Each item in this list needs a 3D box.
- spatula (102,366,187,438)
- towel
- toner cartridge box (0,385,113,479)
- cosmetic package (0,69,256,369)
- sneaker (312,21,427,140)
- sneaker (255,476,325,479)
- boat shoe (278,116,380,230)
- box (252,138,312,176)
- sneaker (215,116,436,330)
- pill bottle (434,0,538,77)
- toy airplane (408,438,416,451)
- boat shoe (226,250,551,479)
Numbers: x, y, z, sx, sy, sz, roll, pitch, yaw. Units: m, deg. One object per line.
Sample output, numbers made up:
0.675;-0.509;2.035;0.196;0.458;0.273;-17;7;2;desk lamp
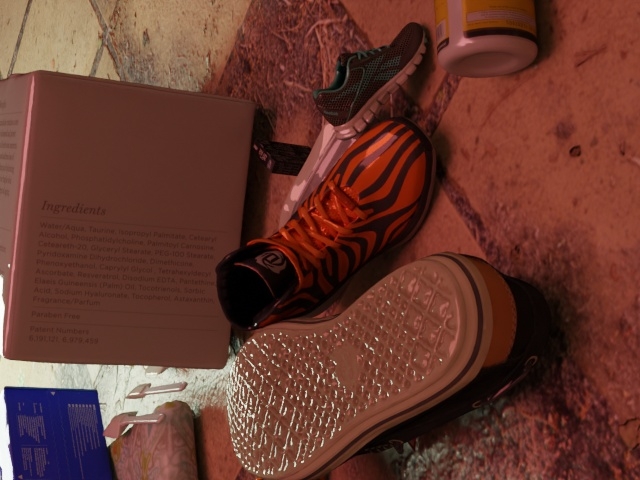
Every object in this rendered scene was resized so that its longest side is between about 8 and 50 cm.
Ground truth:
-0.258;0.240;1.912;0.168;0.019;0.242;-52;19;-26;spatula
-0.289;0.466;1.950;0.374;0.090;0.320;-41;53;50;towel
-0.419;0.397;1.944;0.075;0.165;0.348;-56;38;38;toner cartridge box
-0.318;-0.032;1.801;0.329;0.327;0.394;-167;83;-66;cosmetic package
0.056;-0.198;1.409;0.166;0.076;0.065;-51;20;-10;sneaker
-0.043;0.298;1.546;0.084;0.083;0.215;-22;65;46;sneaker
0.018;-0.059;1.503;0.081;0.079;0.227;42;124;27;boat shoe
-0.040;-0.107;1.606;0.067;0.083;0.018;50;127;49;box
0.000;0.000;1.385;0.124;0.180;0.321;44;121;16;sneaker
0.167;-0.269;1.255;0.103;0.103;0.184;-20;69;57;pill bottle
0.101;0.165;1.384;0.151;0.028;0.151;-12;76;57;toy airplane
0.052;0.148;1.309;0.500;0.156;0.187;-34;60;49;boat shoe
